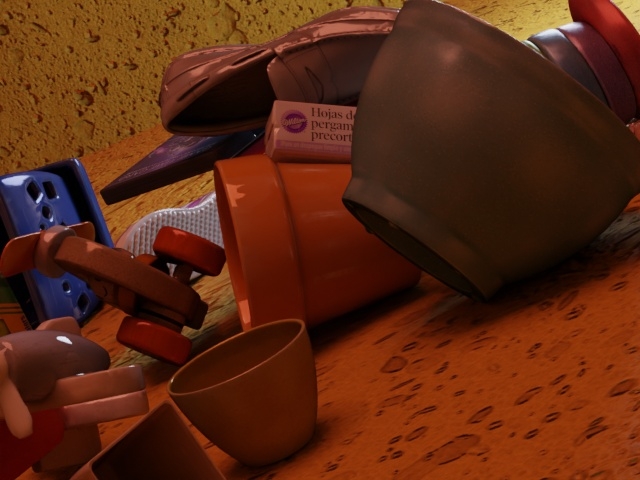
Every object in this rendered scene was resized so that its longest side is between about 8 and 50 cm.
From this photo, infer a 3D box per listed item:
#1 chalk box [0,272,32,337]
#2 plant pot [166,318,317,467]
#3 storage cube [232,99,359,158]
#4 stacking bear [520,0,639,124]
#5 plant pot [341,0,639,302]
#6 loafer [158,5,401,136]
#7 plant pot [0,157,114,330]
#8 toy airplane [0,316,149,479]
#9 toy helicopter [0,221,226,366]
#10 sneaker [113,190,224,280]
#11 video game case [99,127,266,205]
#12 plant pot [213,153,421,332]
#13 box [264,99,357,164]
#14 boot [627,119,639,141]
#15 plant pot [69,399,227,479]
[{"bbox_3d":[-0.471,0.180,2.055,0.289,0.180,0.179,-34,15,-30],"label":"chalk box"},{"bbox_3d":[-0.055,0.142,1.594,0.134,0.095,0.134,-25,13,6],"label":"plant pot"},{"bbox_3d":[0.007,-0.060,2.100,0.215,0.183,0.193,-26,13,-1],"label":"storage cube"},{"bbox_3d":[0.235,-0.147,2.092,0.289,0.175,0.164,-30,21,-3],"label":"stacking bear"},{"bbox_3d":[0.144,-0.065,1.736,0.196,0.293,0.293,-55,17,-5],"label":"plant pot"},{"bbox_3d":[-0.026,-0.176,1.998,0.319,0.112,0.111,-14,38,16],"label":"loafer"},{"bbox_3d":[-0.420,0.021,2.510,0.236,0.236,0.212,-15,9,36],"label":"plant pot"},{"bbox_3d":[-0.353,0.158,1.697,0.386,0.272,0.384,-26,12,-3],"label":"toy airplane"},{"bbox_3d":[-0.245,0.050,2.129,0.355,0.235,0.140,121,170,-81],"label":"toy helicopter"},{"bbox_3d":[-0.216,0.014,2.454,0.161,0.102,0.282,-20,2,35],"label":"sneaker"},{"bbox_3d":[-0.116,-0.133,2.161,0.196,0.026,0.274,-16,19,40],"label":"video game case"},{"bbox_3d":[0.000,0.000,1.890,0.188,0.205,0.205,-11,11,-7],"label":"plant pot"},{"bbox_3d":[0.103,-0.099,1.963,0.324,0.063,0.067,4,-25,-9],"label":"box"},{"bbox_3d":[0.359,-0.100,1.854,0.152,0.073,0.197,-21,1,14],"label":"boot"},{"bbox_3d":[-0.154,0.214,1.489,0.096,0.109,0.109,-30,6,43],"label":"plant pot"}]
